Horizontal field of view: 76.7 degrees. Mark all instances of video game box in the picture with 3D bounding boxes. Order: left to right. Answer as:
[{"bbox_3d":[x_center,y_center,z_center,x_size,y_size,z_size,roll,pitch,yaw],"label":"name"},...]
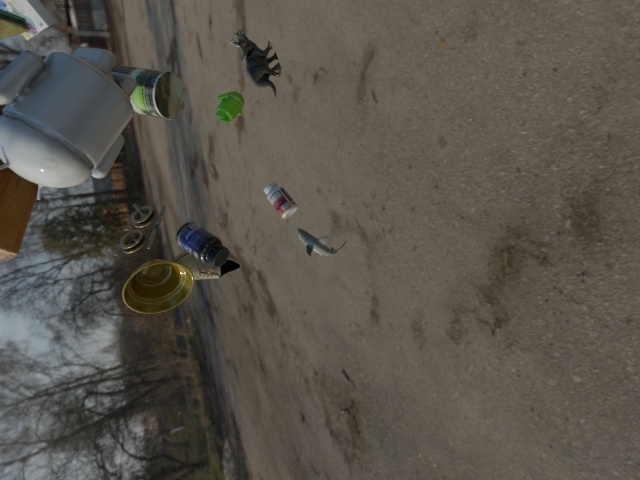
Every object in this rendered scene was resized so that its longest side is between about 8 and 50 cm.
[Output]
[{"bbox_3d":[-1.032,-0.810,1.375,0.187,0.048,0.205,0,138,34],"label":"video game box"}]

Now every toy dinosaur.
[{"bbox_3d":[-0.248,-0.712,1.672,0.121,0.160,0.313,-11,-99,-81],"label":"toy dinosaur"}]

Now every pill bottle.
[{"bbox_3d":[-0.498,0.019,1.721,0.219,0.123,0.122,31,133,22],"label":"pill bottle"},{"bbox_3d":[-0.173,-0.176,1.742,0.152,0.086,0.086,51,149,8],"label":"pill bottle"}]

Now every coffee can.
[{"bbox_3d":[-0.772,-0.657,1.788,0.276,0.201,0.201,14,120,16],"label":"coffee can"}]

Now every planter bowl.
[{"bbox_3d":[-0.532,0.128,1.315,0.090,0.217,0.217,50,142,40],"label":"planter bowl"}]

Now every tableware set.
[{"bbox_3d":[-0.566,-0.044,1.253,0.039,0.128,0.194,68,-165,-45],"label":"tableware set"}]

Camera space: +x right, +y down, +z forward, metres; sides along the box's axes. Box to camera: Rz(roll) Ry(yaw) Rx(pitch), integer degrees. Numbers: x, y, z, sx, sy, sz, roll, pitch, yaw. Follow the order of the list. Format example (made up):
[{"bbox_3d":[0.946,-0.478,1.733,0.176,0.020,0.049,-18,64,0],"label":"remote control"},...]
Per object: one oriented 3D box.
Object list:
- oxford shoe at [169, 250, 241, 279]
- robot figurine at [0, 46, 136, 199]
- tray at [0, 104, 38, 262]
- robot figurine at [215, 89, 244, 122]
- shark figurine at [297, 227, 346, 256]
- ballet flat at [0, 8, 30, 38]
[{"bbox_3d":[-0.558,0.123,1.948,0.147,0.397,0.140,28,119,31],"label":"oxford shoe"},{"bbox_3d":[-0.566,-0.265,0.903,0.200,0.353,0.300,16,160,26],"label":"robot figurine"},{"bbox_3d":[-0.822,-0.167,1.009,0.076,0.203,0.410,-25,54,23],"label":"tray"},{"bbox_3d":[-0.305,-0.457,1.379,0.067,0.115,0.101,26,169,31],"label":"robot figurine"},{"bbox_3d":[0.022,0.019,2.045,0.116,0.278,0.166,-50,34,28],"label":"shark figurine"},{"bbox_3d":[-0.752,-0.433,0.759,0.123,0.348,0.123,2,94,26],"label":"ballet flat"}]
